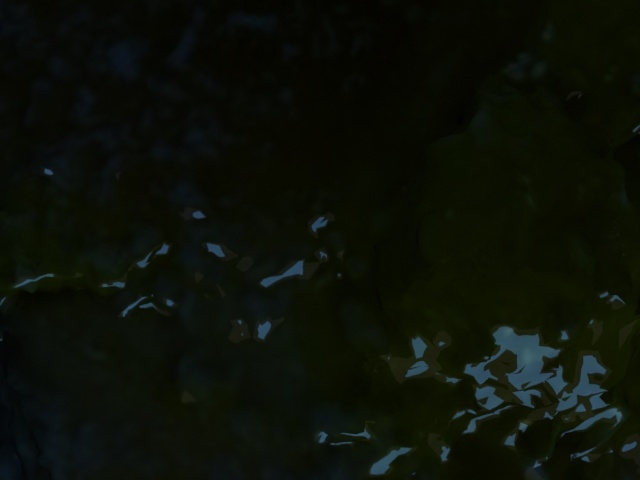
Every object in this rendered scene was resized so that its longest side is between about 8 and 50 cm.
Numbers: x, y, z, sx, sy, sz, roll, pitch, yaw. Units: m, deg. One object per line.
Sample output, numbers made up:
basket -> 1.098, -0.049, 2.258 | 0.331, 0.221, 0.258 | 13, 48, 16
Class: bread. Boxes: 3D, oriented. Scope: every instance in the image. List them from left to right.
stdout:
bread -> 0.000, 0.000, 0.414 | 0.246, 0.196, 0.176 | -19, 176, -10
